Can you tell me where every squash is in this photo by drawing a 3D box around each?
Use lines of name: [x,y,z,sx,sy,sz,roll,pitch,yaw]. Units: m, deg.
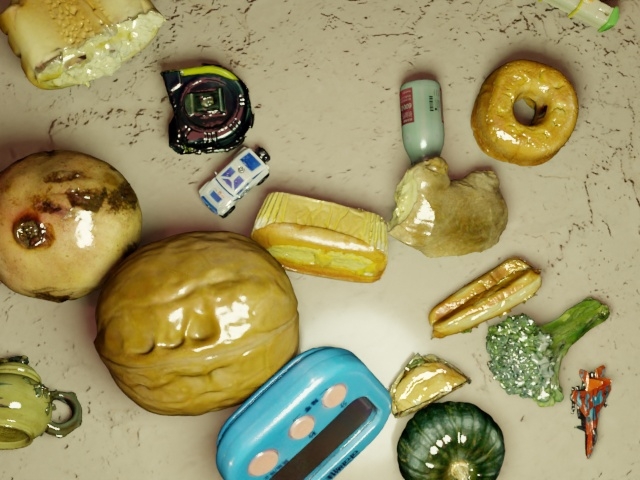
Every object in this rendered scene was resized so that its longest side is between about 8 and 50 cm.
squash: [0.259,0.419,1.706,0.218,0.172,0.218,0,85,3]

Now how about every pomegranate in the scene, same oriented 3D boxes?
pomegranate: [-0.515,-0.029,1.716,0.322,0.322,0.322,0,83,0]

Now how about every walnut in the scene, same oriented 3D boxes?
walnut: [-0.238,0.161,1.661,0.397,0.308,0.354,-15,100,-1]

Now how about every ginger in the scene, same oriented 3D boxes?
ginger: [0.259,-0.072,1.750,0.275,0.130,0.221,-27,110,-22]

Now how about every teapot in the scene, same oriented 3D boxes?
teapot: [-0.614,0.317,1.745,0.269,0.173,0.182,12,50,-21]

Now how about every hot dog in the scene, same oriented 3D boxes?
hot dog: [0.335,0.123,1.775,0.269,0.109,0.072,-31,122,4]

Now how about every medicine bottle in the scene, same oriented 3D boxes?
medicine bottle: [0.216,-0.224,1.821,0.090,0.090,0.217,-3,84,0]

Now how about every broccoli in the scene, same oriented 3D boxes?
broccoli: [0.477,0.232,1.749,0.274,0.177,0.198,-10,83,-16]

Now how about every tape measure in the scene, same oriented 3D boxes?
tape measure: [-0.236,-0.284,1.824,0.186,0.112,0.199,-9,85,-3]

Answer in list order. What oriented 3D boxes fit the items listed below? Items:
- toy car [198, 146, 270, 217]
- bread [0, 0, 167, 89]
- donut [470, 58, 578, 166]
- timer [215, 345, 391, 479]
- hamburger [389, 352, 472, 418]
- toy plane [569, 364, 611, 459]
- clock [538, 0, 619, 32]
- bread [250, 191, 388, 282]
toy car: [-0.176,-0.129,1.824,0.170,0.070,0.080,-44,84,-4]
bread: [-0.502,-0.458,1.804,0.315,0.211,0.270,-33,76,-11]
donut: [0.429,-0.269,1.815,0.226,0.114,0.227,0,83,-1]
timer: [-0.031,0.363,1.663,0.340,0.309,0.115,-43,50,-4]
hamburger: [0.211,0.288,1.772,0.176,0.087,0.102,-27,66,1]
toy plane: [0.547,0.352,1.767,0.130,0.061,0.189,-1,103,-39]
clock: [0.560,-0.595,1.861,0.255,0.106,0.220,28,86,-1]
bread: [0.000,0.000,1.772,0.288,0.152,0.119,12,60,0]
